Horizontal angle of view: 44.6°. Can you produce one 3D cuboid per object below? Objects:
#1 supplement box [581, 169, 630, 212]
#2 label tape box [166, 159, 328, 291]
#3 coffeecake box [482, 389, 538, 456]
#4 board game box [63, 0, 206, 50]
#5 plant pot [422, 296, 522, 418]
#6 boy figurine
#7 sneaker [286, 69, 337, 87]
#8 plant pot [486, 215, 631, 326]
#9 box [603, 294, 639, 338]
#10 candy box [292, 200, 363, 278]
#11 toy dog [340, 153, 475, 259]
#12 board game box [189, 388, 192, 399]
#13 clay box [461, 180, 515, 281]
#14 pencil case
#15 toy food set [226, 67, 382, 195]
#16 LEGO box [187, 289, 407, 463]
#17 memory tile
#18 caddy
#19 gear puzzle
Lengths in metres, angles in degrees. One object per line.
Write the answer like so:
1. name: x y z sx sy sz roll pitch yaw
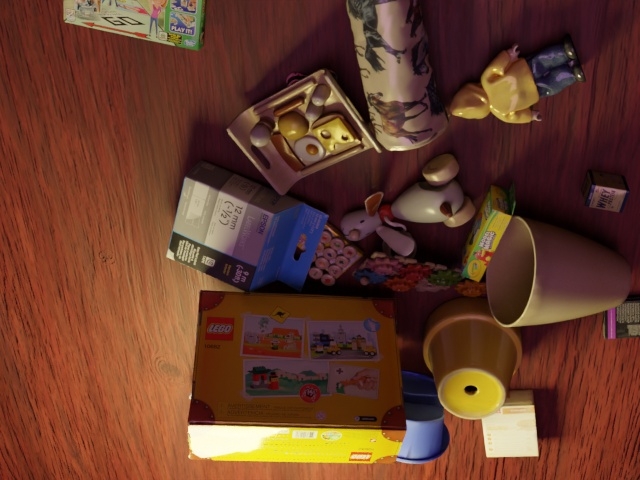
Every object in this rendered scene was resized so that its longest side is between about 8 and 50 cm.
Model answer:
1. supplement box: 0.639 -0.111 1.755 0.083 0.083 0.056 11 120 6
2. label tape box: -0.186 -0.012 1.935 0.348 0.115 0.249 24 122 6
3. coffeecake box: 0.520 0.505 2.149 0.142 0.068 0.185 -5 119 14
4. board game box: -0.407 -0.557 1.715 0.317 0.046 0.213 12 122 3
5. plant pot: 0.381 0.307 1.961 0.254 0.239 0.254 5 120 8
6. boy figurine: 0.415 -0.325 1.669 0.285 0.092 0.177 -23 114 23
7. sneaker: -0.022 -0.354 1.755 0.119 0.057 0.047 -5 116 13
8. plant pot: 0.563 0.081 1.813 0.274 0.256 0.256 5 122 -12
9. box: 0.786 0.189 1.936 0.162 0.029 0.116 -4 120 14
10. candy box: 0.000 0.000 1.975 0.206 0.027 0.105 40 123 -13
11. toy dog: 0.207 -0.055 1.825 0.220 0.161 0.334 40 119 -13
12. board game box: -0.193 0.402 2.165 0.318 0.066 0.318 32 124 17
13. clay box: 0.391 -0.029 1.825 0.053 0.127 0.222 18 121 0
14. pencil case: 0.160 -0.405 1.633 0.160 0.183 0.410 9 126 39
15. toy food set: -0.037 -0.233 1.766 0.306 0.092 0.219 -20 121 37
16. LEGO box: -0.060 0.330 1.907 0.501 0.372 0.193 3 140 -4
17. memory tile: 0.014 0.046 1.976 0.113 0.012 0.148 31 124 -7
18. caddy: 0.184 0.476 2.098 0.342 0.241 0.179 10 117 6
19. gear puzzle: 0.255 0.105 1.920 0.339 0.044 0.175 12 155 -16
